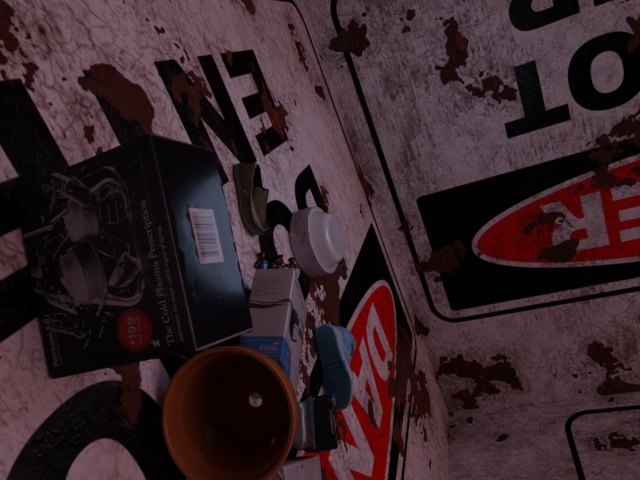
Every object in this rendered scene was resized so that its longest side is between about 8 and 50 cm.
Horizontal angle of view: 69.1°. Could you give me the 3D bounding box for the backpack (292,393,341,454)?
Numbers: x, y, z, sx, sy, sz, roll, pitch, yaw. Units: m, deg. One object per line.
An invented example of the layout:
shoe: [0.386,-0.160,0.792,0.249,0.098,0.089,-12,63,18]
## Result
backpack: [-0.028,0.566,1.428,0.188,0.144,0.166,116,-31,-63]

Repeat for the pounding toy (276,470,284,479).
pounding toy: [-0.165,0.530,1.187,0.130,0.100,0.141,48,34,-49]

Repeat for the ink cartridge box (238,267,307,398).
ink cartridge box: [-0.130,0.265,1.344,0.223,0.128,0.308,77,14,-45]

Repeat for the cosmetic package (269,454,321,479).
cosmetic package: [-0.078,0.689,1.326,0.231,0.085,0.118,29,50,-60]

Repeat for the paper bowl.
paper bowl: [0.000,0.000,1.888,0.284,0.148,0.285,-13,90,-69]

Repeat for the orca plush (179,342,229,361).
orca plush: [-0.274,0.228,1.110,0.151,0.102,0.287,-72,141,-54]

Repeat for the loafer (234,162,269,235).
loafer: [-0.214,-0.141,1.522,0.094,0.087,0.251,-13,89,-69]

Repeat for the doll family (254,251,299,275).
doll family: [-0.145,0.092,1.566,0.193,0.076,0.112,12,70,-63]

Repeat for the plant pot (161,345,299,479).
plant pot: [-0.177,0.376,1.048,0.203,0.290,0.291,34,44,-78]

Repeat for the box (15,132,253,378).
box: [-0.326,0.035,0.821,0.179,0.312,0.344,-2,78,-68]

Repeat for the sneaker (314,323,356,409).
sneaker: [0.088,0.480,1.822,0.208,0.127,0.319,14,65,-65]
